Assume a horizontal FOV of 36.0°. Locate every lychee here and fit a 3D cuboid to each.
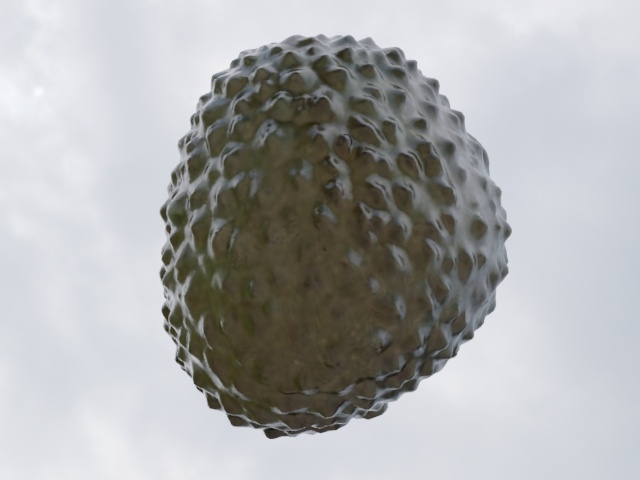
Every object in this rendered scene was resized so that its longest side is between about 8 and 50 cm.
[{"bbox_3d":[0.000,0.000,0.672,0.255,0.255,0.274,-14,-69,23],"label":"lychee"}]
